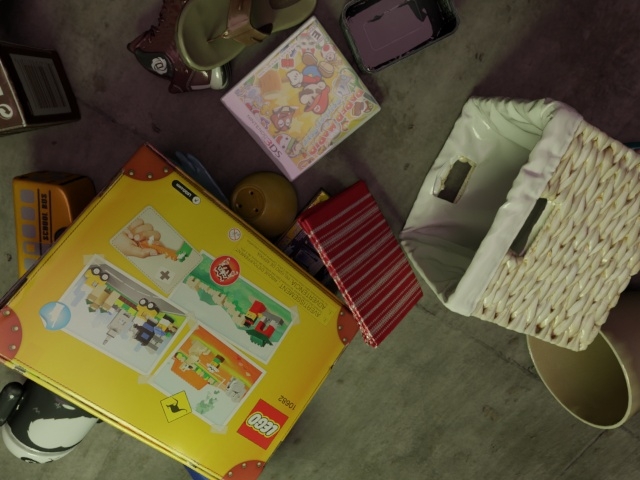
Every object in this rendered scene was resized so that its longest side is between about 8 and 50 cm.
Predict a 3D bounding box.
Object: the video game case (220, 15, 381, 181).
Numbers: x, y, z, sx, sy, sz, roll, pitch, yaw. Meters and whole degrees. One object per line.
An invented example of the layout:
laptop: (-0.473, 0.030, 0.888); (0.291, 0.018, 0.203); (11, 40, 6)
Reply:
video game case: (-0.035, -0.257, 0.858); (0.227, 0.026, 0.206); (-38, 110, 10)

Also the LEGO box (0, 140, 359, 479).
LEGO box: (-0.230, 0.139, 0.811); (0.500, 0.193, 0.372); (41, 77, -19)

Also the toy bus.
toy bus: (-0.516, 0.039, 0.911); (0.130, 0.108, 0.333); (7, 108, -3)

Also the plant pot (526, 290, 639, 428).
plant pot: (0.625, 0.207, 0.941); (0.274, 0.256, 0.257); (-17, 108, -14)

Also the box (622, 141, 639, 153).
box: (0.701, -0.148, 0.901); (0.244, 0.060, 0.101); (-6, 108, 0)

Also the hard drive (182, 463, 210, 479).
hard drive: (-0.230, 0.528, 0.990); (0.040, 0.318, 0.210); (-36, 110, -31)

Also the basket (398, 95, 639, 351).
basket: (0.346, -0.044, 0.789); (0.266, 0.331, 0.328); (21, 106, -10)

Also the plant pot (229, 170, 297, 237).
plant pot: (-0.120, -0.070, 0.869); (0.134, 0.095, 0.134); (0, 92, 12)

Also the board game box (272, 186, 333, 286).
board game box: (0.000, 0.000, 0.941); (0.141, 0.048, 0.170); (40, 102, -11)

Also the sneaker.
sneaker: (-0.268, -0.388, 0.781); (0.162, 0.106, 0.281); (-12, 109, 6)

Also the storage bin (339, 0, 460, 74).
storage bin: (0.134, -0.382, 0.800); (0.180, 0.084, 0.122); (-25, 107, 7)

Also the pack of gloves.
pack of gloves: (-0.280, -0.047, 0.922); (0.195, 0.046, 0.232); (-34, 105, 9)

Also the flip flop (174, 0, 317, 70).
flip flop: (-0.111, -0.368, 0.748); (0.277, 0.080, 0.112); (-31, 124, -21)

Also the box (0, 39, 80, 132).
box: (-0.653, -0.228, 0.780); (0.381, 0.191, 0.143); (-13, 108, 2)

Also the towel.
towel: (0.084, 0.035, 0.863); (0.031, 0.199, 0.275); (-21, 101, 48)

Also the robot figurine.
robot figurine: (-0.549, 0.344, 0.975); (0.209, 0.173, 0.278); (38, 103, -12)
